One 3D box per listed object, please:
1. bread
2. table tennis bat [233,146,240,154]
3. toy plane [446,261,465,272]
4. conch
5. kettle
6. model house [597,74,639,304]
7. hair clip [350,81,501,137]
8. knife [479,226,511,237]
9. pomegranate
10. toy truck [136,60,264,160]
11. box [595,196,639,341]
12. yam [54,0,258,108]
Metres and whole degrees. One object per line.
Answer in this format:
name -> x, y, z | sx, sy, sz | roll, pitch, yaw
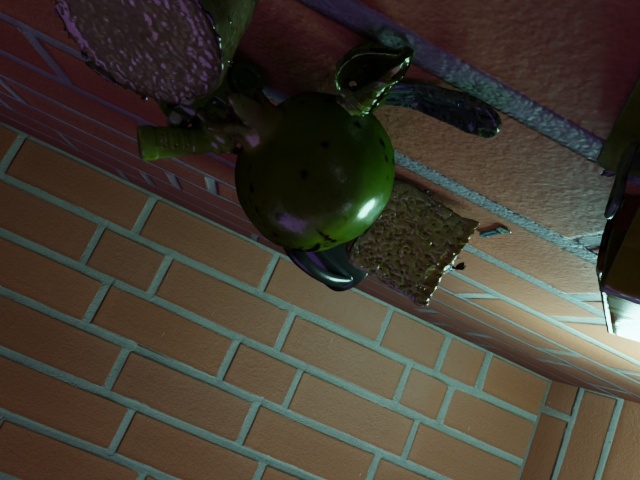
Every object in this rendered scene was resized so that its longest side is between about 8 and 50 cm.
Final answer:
bread -> 0.209, -0.037, 1.057 | 0.248, 0.279, 0.315 | 26, -148, -7
table tennis bat -> -0.242, -0.243, 1.187 | 0.083, 0.007, 0.050 | 10, 163, 47
toy plane -> 0.355, 0.080, 1.328 | 0.078, 0.054, 0.197 | 16, 166, -4
conch -> 0.057, -0.202, 0.549 | 0.089, 0.074, 0.121 | -8, 170, -43
kettle -> 0.000, 0.000, 1.215 | 0.207, 0.269, 0.290 | -32, 121, 29
model house -> 0.364, 0.027, 0.320 | 0.300, 0.324, 0.340 | 19, 168, 23
hair clip -> 0.129, -0.182, 0.591 | 0.229, 0.036, 0.066 | 22, 169, 28
knife -> 0.367, -0.015, 0.947 | 0.027, 0.010, 0.096 | 26, 169, -8
pomegranate -> -0.033, -0.117, 0.698 | 0.340, 0.261, 0.260 | 27, 170, -37
toy truck -> -0.194, -0.218, 0.734 | 0.186, 0.211, 0.148 | 9, 177, -29
box -> 0.622, 0.094, 0.618 | 0.385, 0.122, 0.344 | 15, 166, 40
yam -> -0.094, -0.233, 0.348 | 0.129, 0.239, 0.128 | 25, 155, -13
